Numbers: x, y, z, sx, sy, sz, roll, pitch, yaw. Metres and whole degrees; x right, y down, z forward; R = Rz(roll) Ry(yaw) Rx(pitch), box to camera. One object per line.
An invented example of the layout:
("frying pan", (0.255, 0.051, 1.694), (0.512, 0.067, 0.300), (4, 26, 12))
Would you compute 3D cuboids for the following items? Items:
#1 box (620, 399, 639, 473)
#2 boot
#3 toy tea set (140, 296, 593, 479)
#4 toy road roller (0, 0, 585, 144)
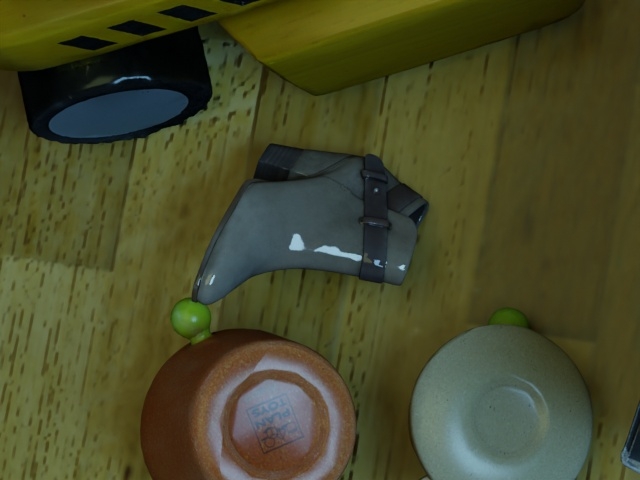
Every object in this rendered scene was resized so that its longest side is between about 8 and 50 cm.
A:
("box", (0.216, -0.036, 0.759), (0.076, 0.242, 0.307), (19, 87, 18))
("boot", (0.000, 0.000, 0.896), (0.087, 0.042, 0.118), (23, 51, 5))
("toy tea set", (0.002, 0.187, 0.877), (0.200, 0.124, 0.336), (11, 81, -12))
("toy road roller", (-0.051, -0.182, 0.860), (0.329, 0.240, 0.202), (-15, 78, 14))
